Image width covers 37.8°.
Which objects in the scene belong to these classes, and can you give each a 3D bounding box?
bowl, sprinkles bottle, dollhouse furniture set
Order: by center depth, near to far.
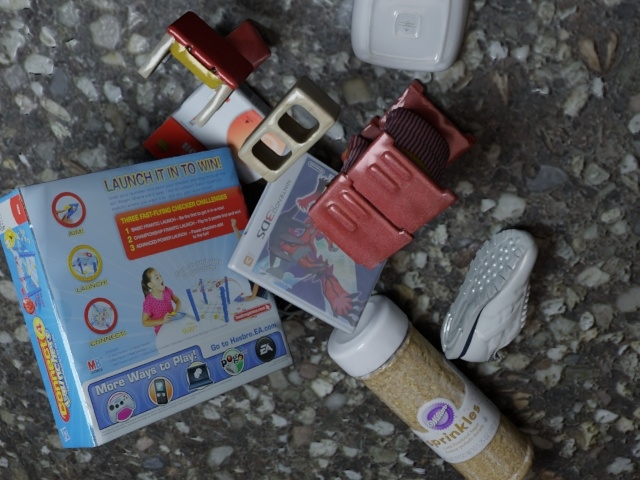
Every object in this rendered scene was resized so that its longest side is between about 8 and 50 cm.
[{"bbox_3d":[0.107,-0.268,1.127,0.142,0.053,0.142,8,124,3],"label":"bowl"},{"bbox_3d":[-0.003,-0.163,1.135,0.374,0.201,0.152,41,121,-10],"label":"dollhouse furniture set"},{"bbox_3d":[0.170,0.236,1.404,0.121,0.121,0.355,-36,111,28],"label":"sprinkles bottle"}]

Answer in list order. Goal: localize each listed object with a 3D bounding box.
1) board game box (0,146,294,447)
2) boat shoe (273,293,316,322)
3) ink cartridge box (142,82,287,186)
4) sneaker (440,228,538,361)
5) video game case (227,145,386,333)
[{"bbox_3d":[-0.210,0.059,1.156,0.086,0.308,0.301,-17,90,47],"label":"board game box"},{"bbox_3d":[-0.051,0.069,1.341,0.105,0.113,0.306,29,108,-16],"label":"boat shoe"},{"bbox_3d":[-0.141,-0.129,1.265,0.145,0.045,0.179,43,117,-17],"label":"ink cartridge box"},{"bbox_3d":[0.255,0.080,1.320,0.095,0.090,0.235,13,129,-14],"label":"sneaker"},{"bbox_3d":[0.000,0.000,1.236,0.201,0.183,0.023,31,166,-25],"label":"video game case"}]
